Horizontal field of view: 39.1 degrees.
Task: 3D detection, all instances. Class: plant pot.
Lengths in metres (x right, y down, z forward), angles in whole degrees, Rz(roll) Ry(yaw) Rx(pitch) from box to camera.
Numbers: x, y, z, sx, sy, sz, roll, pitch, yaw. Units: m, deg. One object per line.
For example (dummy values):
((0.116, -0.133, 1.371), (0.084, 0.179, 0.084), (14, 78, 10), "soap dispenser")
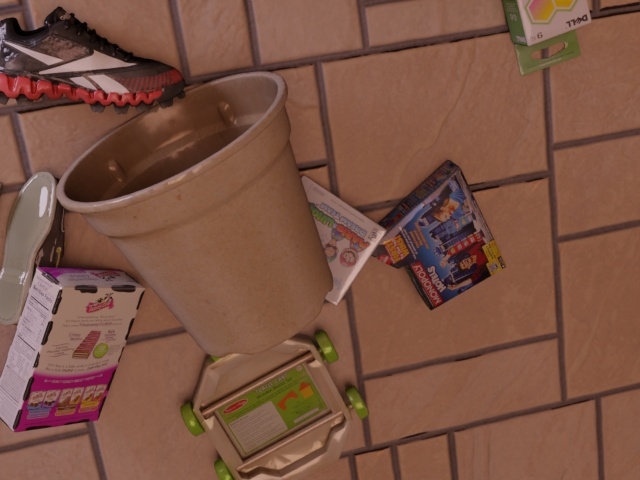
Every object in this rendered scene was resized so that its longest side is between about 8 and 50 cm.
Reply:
((-0.137, -0.019, 1.246), (0.334, 0.334, 0.305), (-28, 116, -3), "plant pot")

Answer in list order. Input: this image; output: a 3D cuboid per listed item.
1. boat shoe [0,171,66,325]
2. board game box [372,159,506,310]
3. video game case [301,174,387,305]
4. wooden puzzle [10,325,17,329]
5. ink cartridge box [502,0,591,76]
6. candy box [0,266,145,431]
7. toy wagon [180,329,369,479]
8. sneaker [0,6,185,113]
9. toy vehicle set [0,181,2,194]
((-0.415, 0.013, 1.320), (0.068, 0.081, 0.228), (14, 92, -60), "boat shoe")
((0.171, 0.004, 1.448), (0.194, 0.060, 0.194), (-29, 111, -1), "board game box")
((0.000, 0.000, 1.400), (0.157, 0.019, 0.143), (34, 98, 4), "video game case")
((-0.434, 0.105, 1.372), (0.078, 0.014, 0.116), (-3, 108, -11), "wooden puzzle")
((0.341, -0.362, 1.371), (0.109, 0.062, 0.209), (-21, 110, -6), "ink cartridge box")
((-0.372, 0.158, 1.330), (0.159, 0.071, 0.233), (6, 110, -55), "candy box")
((-0.090, 0.243, 1.461), (0.267, 0.068, 0.344), (-28, 110, -3), "toy wagon")
((-0.322, -0.250, 1.242), (0.276, 0.097, 0.135), (3, 108, -12), "sneaker")
((-0.605, -0.031, 1.281), (0.267, 0.035, 0.166), (13, 103, -16), "toy vehicle set")
